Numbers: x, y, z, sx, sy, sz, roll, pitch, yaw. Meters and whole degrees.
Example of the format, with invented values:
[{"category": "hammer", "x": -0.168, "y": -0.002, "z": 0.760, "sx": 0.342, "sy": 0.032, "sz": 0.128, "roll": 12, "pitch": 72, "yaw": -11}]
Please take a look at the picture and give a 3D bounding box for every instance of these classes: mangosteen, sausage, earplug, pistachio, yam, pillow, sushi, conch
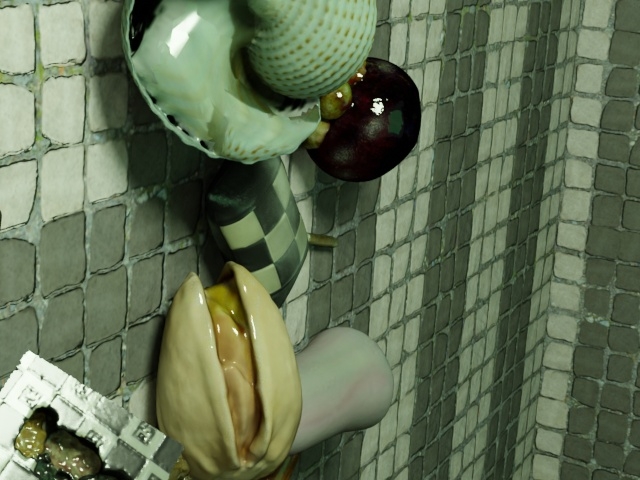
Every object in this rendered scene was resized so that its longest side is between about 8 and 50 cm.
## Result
[{"category": "mangosteen", "x": 0.042, "y": -0.189, "z": 1.860, "sx": 0.231, "sy": 0.194, "sz": 0.194, "roll": 22, "pitch": 78, "yaw": -34}, {"category": "sausage", "x": -0.074, "y": 0.363, "z": 1.960, "sx": 0.062, "sy": 0.054, "sz": 0.183, "roll": 40, "pitch": 60, "yaw": -23}, {"category": "earplug", "x": -0.039, "y": 0.248, "z": 1.889, "sx": 0.301, "sy": 0.172, "sz": 0.172, "roll": -18, "pitch": 116, "yaw": -54}, {"category": "pistachio", "x": -0.123, "y": 0.183, "z": 1.651, "sx": 0.194, "sy": 0.214, "sz": 0.317, "roll": -9, "pitch": 107, "yaw": -21}, {"category": "yam", "x": 0.000, "y": 0.000, "z": 2.005, "sx": 0.116, "sy": 0.021, "sz": 0.021, "roll": 11, "pitch": 89, "yaw": -65}, {"category": "pillow", "x": -0.087, "y": -0.025, "z": 1.716, "sx": 0.186, "sy": 0.106, "sz": 0.249, "roll": -63, "pitch": 147, "yaw": -44}, {"category": "sushi", "x": -0.289, "y": 0.261, "z": 1.395, "sx": 0.050, "sy": 0.215, "sz": 0.192, "roll": -37, "pitch": -158, "yaw": 57}, {"category": "conch", "x": -0.102, "y": -0.260, "z": 1.469, "sx": 0.319, "sy": 0.215, "sz": 0.303, "roll": 34, "pitch": 92, "yaw": -34}]

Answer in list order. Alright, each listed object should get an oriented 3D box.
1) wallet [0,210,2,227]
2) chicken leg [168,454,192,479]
[{"category": "wallet", "x": -0.378, "y": -0.003, "z": 1.156, "sx": 0.229, "sy": 0.049, "sz": 0.181, "roll": 16, "pitch": 75, "yaw": -69}, {"category": "chicken leg", "x": -0.210, "y": 0.322, "z": 1.613, "sx": 0.085, "sy": 0.069, "sz": 0.198, "roll": -37, "pitch": 154, "yaw": -29}]
